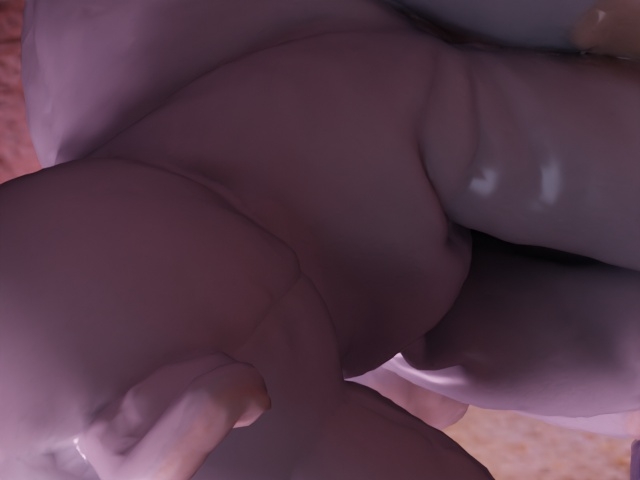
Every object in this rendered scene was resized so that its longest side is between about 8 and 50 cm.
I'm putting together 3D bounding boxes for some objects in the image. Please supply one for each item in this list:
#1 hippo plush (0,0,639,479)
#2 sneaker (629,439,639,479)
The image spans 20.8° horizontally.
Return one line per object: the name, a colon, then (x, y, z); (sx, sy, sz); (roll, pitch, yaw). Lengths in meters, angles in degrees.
hippo plush: (0.000, 0.000, 0.436); (0.234, 0.236, 0.294); (-26, 115, 31)
sneaker: (0.255, 0.091, 0.499); (0.315, 0.127, 0.182); (-27, 112, 29)
